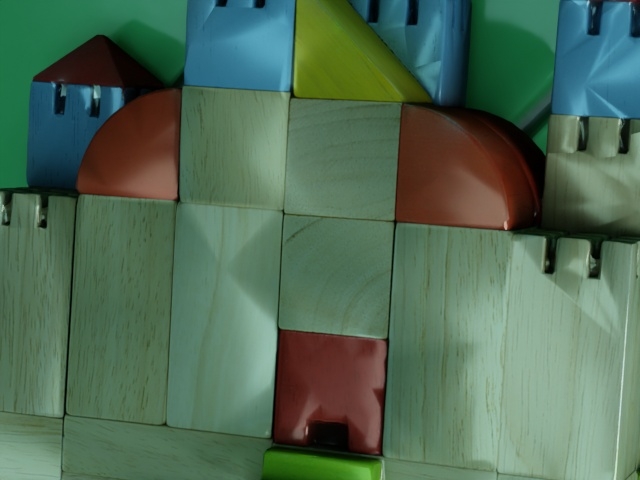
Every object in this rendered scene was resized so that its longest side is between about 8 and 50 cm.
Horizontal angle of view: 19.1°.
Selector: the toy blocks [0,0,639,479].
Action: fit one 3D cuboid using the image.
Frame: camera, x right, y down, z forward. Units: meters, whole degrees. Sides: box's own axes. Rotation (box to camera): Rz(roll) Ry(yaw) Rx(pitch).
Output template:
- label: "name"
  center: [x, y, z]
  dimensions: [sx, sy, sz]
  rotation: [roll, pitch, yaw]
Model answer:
- label: "toy blocks"
  center: [0.000, 0.000, 0.820]
  dimensions: [0.381, 0.191, 0.260]
  rotation: [5, 94, 19]
